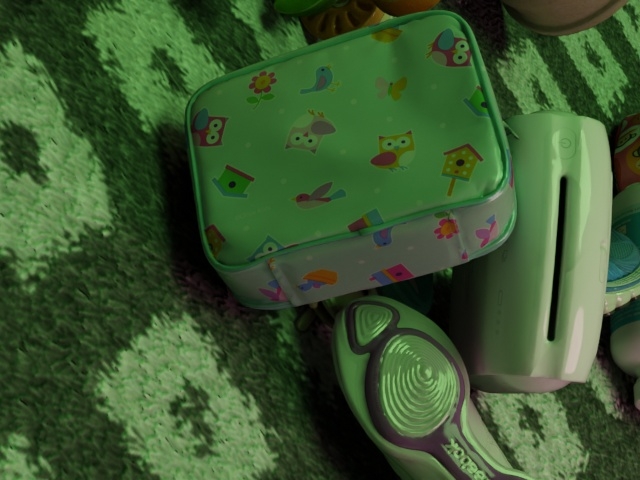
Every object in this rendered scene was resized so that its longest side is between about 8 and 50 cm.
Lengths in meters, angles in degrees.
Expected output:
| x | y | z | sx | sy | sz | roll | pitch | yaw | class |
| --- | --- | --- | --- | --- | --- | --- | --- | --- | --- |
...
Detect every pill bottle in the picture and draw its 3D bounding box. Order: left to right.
| x | y | z | sx | sy | sz | roll | pitch | yaw | class |
| --- | --- | --- | --- | --- | --- | --- | --- | --- | --- |
| 0.416 | 0.071 | 2.025 | 0.146 | 0.146 | 0.264 | 28 | 56 | -43 | pill bottle |

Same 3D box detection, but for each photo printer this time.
| x | y | z | sx | sy | sz | roll | pitch | yaw | class |
| --- | --- | --- | --- | --- | --- | --- | --- | --- | --- |
| 0.192 | 0.016 | 1.584 | 0.307 | 0.107 | 0.256 | 130 | -35 | -84 | photo printer |

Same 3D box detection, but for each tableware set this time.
| x | y | z | sx | sy | sz | roll | pitch | yaw | class |
| --- | --- | --- | --- | --- | --- | --- | --- | --- | --- |
| 0.000 | 0.000 | 1.591 | 0.128 | 0.039 | 0.194 | 27 | 45 | -50 | tableware set |

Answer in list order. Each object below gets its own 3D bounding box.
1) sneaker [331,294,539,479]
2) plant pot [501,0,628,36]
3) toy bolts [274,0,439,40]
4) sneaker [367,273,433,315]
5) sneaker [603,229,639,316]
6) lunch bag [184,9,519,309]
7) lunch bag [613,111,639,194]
| x | y | z | sx | sy | sz | roll | pitch | yaw | class |
| --- | --- | --- | --- | --- | --- | --- | --- | --- | --- |
| 0.097 | 0.192 | 1.517 | 0.114 | 0.152 | 0.305 | -31 | 84 | -22 | sneaker |
| 0.222 | -0.455 | 2.065 | 0.305 | 0.334 | 0.333 | 18 | 50 | -35 | plant pot |
| 0.066 | -0.201 | 1.721 | 0.158 | 0.218 | 0.228 | 24 | 64 | -54 | toy bolts |
| 0.089 | -0.057 | 1.573 | 0.107 | 0.110 | 0.275 | -13 | 107 | -58 | sneaker |
| 0.263 | 0.026 | 1.874 | 0.330 | 0.130 | 0.147 | -22 | 87 | -59 | sneaker |
| 0.029 | -0.073 | 1.461 | 0.108 | 0.279 | 0.224 | 64 | 12 | -57 | lunch bag |
| 0.513 | -0.049 | 2.329 | 0.293 | 0.120 | 0.258 | 55 | 28 | -15 | lunch bag |
